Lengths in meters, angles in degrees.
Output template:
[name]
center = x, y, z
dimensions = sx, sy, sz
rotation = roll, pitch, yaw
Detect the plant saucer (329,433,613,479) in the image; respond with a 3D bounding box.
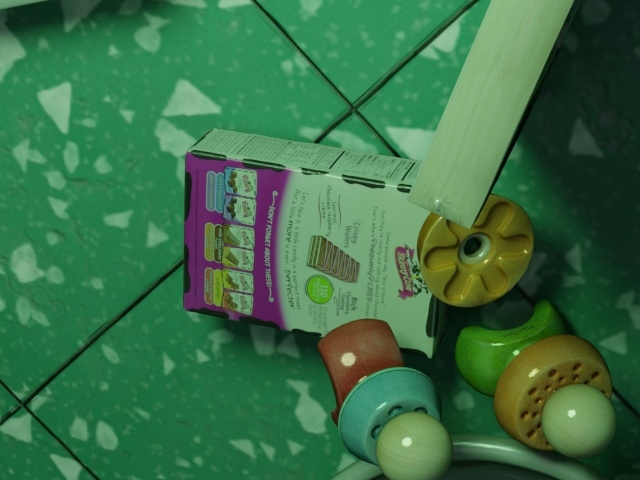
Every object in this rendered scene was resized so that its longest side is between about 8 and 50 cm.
[plant saucer]
center = 0.164, 0.337, 1.360
dimensions = 0.400, 0.100, 0.400
rotation = 7, 116, 15

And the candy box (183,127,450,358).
[candy box]
center = 0.000, 0.000, 1.278
dimensions = 0.233, 0.071, 0.159
rotation = 11, 117, 15

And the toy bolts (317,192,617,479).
[toy bolts]
center = 0.116, 0.098, 1.165
dimensions = 0.228, 0.158, 0.218
rotation = -22, 120, -9

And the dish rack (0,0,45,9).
[dish rack]
center = -0.295, -0.338, 1.225
dimensions = 0.333, 0.072, 0.285
rotation = -7, 112, 21

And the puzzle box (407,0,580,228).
[puzzle box]
center = 0.182, -0.233, 0.996
dimensions = 0.052, 0.272, 0.409
rotation = 25, 120, 6
